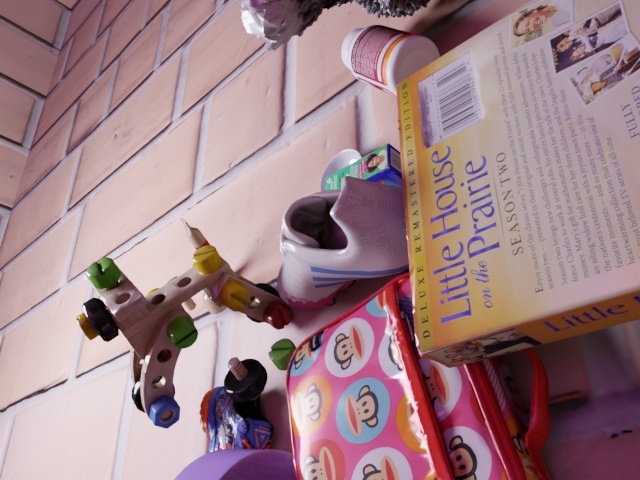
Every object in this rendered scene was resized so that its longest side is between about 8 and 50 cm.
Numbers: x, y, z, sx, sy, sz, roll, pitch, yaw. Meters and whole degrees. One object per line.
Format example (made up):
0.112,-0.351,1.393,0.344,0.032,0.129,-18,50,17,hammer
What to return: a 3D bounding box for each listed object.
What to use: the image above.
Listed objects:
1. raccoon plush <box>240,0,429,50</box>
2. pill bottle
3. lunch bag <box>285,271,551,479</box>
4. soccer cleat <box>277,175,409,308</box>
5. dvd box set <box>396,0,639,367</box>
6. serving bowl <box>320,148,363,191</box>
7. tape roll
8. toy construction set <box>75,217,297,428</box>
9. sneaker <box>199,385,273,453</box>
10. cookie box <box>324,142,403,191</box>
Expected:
0.147,-0.371,0.733,0.299,0.216,0.446,-1,50,48,raccoon plush
0.094,-0.259,0.866,0.086,0.086,0.152,-57,39,7,pill bottle
0.099,0.184,0.583,0.258,0.120,0.293,-36,44,23,lunch bag
0.000,0.000,0.727,0.331,0.143,0.116,-28,45,58,soccer cleat
0.247,-0.098,0.464,0.420,0.062,0.308,-26,50,36,dvd box set
0.037,-0.089,0.878,0.083,0.027,0.083,-26,50,36,serving bowl
-0.079,0.319,0.640,0.080,0.189,0.189,-18,56,43,tape roll
-0.197,0.066,0.843,0.257,0.237,0.309,-26,33,6,toy construction set
-0.101,0.271,0.785,0.087,0.083,0.221,-39,45,19,sneaker
0.073,-0.065,0.772,0.107,0.092,0.040,-25,48,38,cookie box
